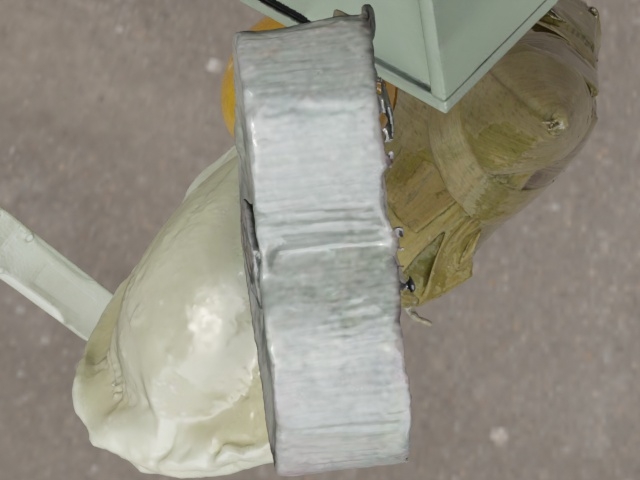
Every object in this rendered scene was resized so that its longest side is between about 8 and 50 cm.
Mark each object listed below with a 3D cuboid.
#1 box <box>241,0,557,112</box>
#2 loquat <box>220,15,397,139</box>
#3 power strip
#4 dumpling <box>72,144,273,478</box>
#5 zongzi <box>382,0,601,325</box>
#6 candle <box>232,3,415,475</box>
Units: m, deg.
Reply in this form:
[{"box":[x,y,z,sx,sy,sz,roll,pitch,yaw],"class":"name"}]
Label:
[{"box":[0.012,-0.226,0.992,0.225,0.117,0.225,32,155,29],"class":"box"},{"box":[-0.009,-0.120,1.413,0.141,0.141,0.141,4,132,4],"class":"loquat"},{"box":[-0.233,0.023,1.443,0.191,0.030,0.047,40,81,-25],"class":"power strip"},{"box":[-0.064,0.031,1.024,0.179,0.252,0.131,-27,135,28],"class":"dumpling"},{"box":[0.114,-0.033,1.923,0.218,0.467,0.500,31,114,-3],"class":"zongzi"},{"box":[0.000,0.000,0.768,0.068,0.168,0.192,-5,91,-3],"class":"candle"}]
